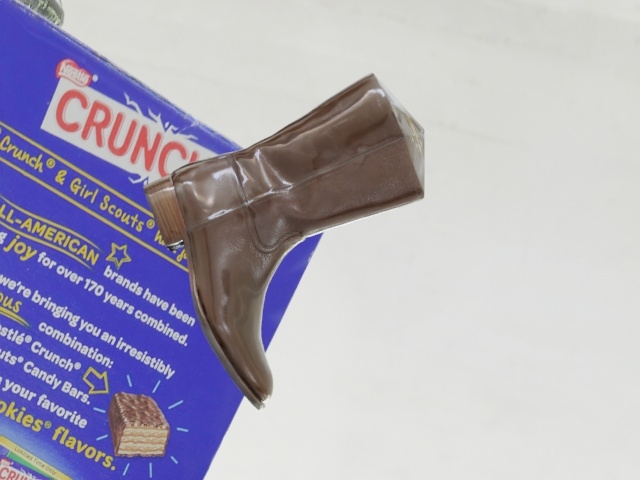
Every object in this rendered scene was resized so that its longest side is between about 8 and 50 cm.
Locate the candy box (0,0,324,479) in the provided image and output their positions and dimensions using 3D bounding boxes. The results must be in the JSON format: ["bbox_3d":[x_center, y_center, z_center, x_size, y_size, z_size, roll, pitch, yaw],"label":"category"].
[{"bbox_3d":[-0.179,0.056,0.950,0.268,0.317,0.122,33,-12,-30],"label":"candy box"}]

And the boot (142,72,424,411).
[{"bbox_3d":[0.000,0.000,0.706,0.114,0.037,0.106,-24,-86,-1],"label":"boot"}]

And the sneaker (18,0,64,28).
[{"bbox_3d":[-0.393,-0.355,1.546,0.169,0.257,0.447,-22,-36,33],"label":"sneaker"}]
